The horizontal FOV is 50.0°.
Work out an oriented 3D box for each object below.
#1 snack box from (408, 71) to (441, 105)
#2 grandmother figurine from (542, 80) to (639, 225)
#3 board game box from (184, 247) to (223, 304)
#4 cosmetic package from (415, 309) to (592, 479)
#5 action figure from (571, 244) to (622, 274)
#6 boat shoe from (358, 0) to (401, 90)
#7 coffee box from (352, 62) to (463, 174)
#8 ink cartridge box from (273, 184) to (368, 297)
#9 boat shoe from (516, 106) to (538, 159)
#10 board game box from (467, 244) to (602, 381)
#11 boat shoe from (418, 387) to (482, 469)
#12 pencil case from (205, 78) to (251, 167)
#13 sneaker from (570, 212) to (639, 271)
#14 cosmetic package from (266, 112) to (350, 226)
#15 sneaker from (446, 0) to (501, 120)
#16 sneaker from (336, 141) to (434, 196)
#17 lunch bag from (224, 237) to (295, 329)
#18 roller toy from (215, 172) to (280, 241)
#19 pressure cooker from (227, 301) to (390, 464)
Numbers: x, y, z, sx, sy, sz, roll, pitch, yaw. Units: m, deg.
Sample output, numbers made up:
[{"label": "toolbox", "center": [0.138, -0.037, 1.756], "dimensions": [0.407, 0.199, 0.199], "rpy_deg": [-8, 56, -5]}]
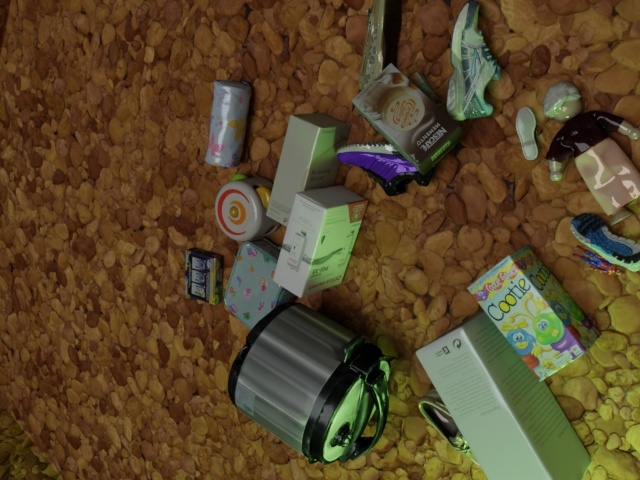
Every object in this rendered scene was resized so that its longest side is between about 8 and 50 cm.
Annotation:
[{"label": "snack box", "center": [0.234, -0.359, 1.802], "dimensions": [0.141, 0.037, 0.100], "rpy_deg": [-36, 80, 35]}, {"label": "grandmother figurine", "center": [0.603, -0.204, 1.535], "dimensions": [0.208, 0.104, 0.342], "rpy_deg": [-29, 79, 9]}, {"label": "board game box", "center": [-0.402, 0.121, 2.368], "dimensions": [0.141, 0.048, 0.170], "rpy_deg": [14, 108, 31]}, {"label": "cosmetic package", "center": [0.453, 0.410, 1.693], "dimensions": [0.161, 0.230, 0.453], "rpy_deg": [-37, 77, 36]}, {"label": "action figure", "center": [0.645, 0.051, 1.599], "dimensions": [0.115, 0.030, 0.038], "rpy_deg": [28, 110, 26]}, {"label": "boat shoe", "center": [0.146, -0.527, 1.787], "dimensions": [0.089, 0.105, 0.285], "rpy_deg": [15, 109, 30]}, {"label": "coffee box", "center": [0.217, -0.302, 1.709], "dimensions": [0.141, 0.098, 0.246], "rpy_deg": [-44, 72, 3]}, {"label": "ink cartridge box", "center": [0.000, 0.000, 1.947], "dimensions": [0.117, 0.207, 0.283], "rpy_deg": [30, 117, 29]}, {"label": "boat shoe", "center": [0.494, -0.254, 1.635], "dimensions": [0.046, 0.038, 0.125], "rpy_deg": [-13, 94, 18]}, {"label": "board game box", "center": [0.512, 0.169, 1.648], "dimensions": [0.142, 0.144, 0.275], "rpy_deg": [-46, 74, 33]}, {"label": "boat shoe", "center": [0.386, 0.529, 1.848], "dimensions": [0.302, 0.098, 0.109], "rpy_deg": [46, 123, 19]}, {"label": "pencil case", "center": [-0.292, -0.364, 2.140], "dimensions": [0.124, 0.114, 0.273], "rpy_deg": [25, 114, 39]}, {"label": "sneaker", "center": [0.649, 0.011, 1.564], "dimensions": [0.071, 0.083, 0.190], "rpy_deg": [-43, 49, 2]}, {"label": "cosmetic package", "center": [-0.036, -0.199, 1.961], "dimensions": [0.113, 0.160, 0.309], "rpy_deg": [29, 117, 27]}, {"label": "sneaker", "center": [0.378, -0.432, 1.658], "dimensions": [0.122, 0.110, 0.282], "rpy_deg": [5, 107, 17]}, {"label": "sneaker", "center": [0.170, -0.190, 1.846], "dimensions": [0.293, 0.102, 0.146], "rpy_deg": [5, 104, 35]}, {"label": "lunch bag", "center": [-0.187, 0.137, 2.176], "dimensions": [0.224, 0.108, 0.279], "rpy_deg": [37, 119, 28]}, {"label": "roller toy", "center": [-0.223, -0.096, 2.127], "dimensions": [0.209, 0.146, 0.191], "rpy_deg": [21, 112, 31]}, {"label": "pressure cooker", "center": [-0.001, 0.417, 1.927], "dimensions": [0.420, 0.370, 0.375], "rpy_deg": [27, 79, 26]}]
